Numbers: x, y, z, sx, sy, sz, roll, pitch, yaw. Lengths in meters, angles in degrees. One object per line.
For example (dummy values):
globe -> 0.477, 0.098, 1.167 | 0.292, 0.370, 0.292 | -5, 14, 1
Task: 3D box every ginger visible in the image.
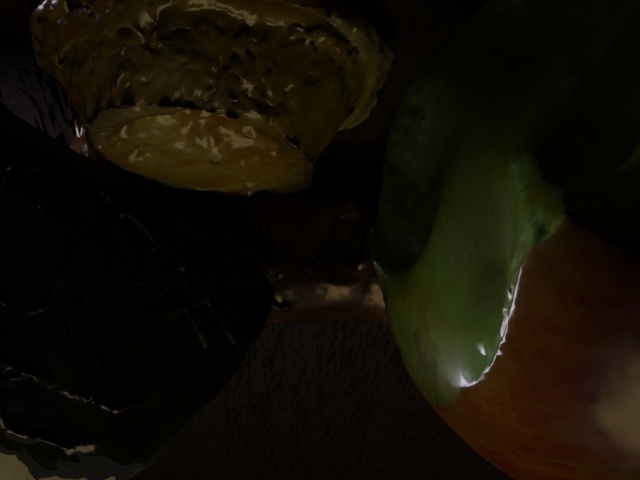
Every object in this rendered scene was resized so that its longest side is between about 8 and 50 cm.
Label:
ginger -> 0.005, 0.001, 0.891 | 0.309, 0.107, 0.133 | 7, 177, 4

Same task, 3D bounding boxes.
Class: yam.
yam -> -0.201, 0.017, 0.770 | 0.271, 0.201, 0.202 | 47, 141, -18

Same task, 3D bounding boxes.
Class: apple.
apple -> 0.131, -0.006, 0.604 | 0.226, 0.246, 0.246 | 12, 171, 41

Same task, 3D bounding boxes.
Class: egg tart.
egg tart -> -0.056, -0.074, 0.720 | 0.191, 0.074, 0.191 | 6, 161, 2
